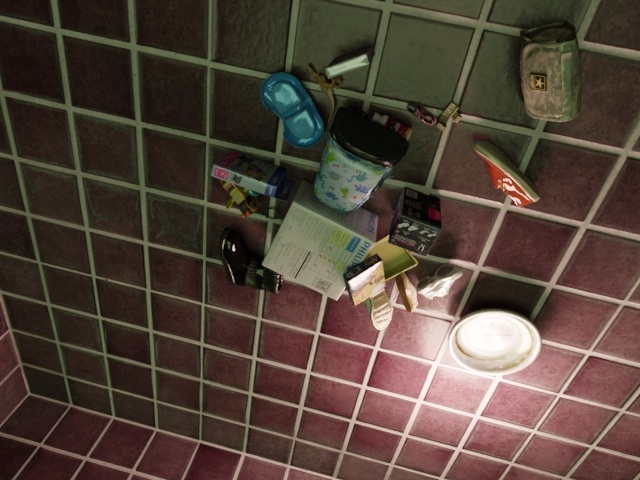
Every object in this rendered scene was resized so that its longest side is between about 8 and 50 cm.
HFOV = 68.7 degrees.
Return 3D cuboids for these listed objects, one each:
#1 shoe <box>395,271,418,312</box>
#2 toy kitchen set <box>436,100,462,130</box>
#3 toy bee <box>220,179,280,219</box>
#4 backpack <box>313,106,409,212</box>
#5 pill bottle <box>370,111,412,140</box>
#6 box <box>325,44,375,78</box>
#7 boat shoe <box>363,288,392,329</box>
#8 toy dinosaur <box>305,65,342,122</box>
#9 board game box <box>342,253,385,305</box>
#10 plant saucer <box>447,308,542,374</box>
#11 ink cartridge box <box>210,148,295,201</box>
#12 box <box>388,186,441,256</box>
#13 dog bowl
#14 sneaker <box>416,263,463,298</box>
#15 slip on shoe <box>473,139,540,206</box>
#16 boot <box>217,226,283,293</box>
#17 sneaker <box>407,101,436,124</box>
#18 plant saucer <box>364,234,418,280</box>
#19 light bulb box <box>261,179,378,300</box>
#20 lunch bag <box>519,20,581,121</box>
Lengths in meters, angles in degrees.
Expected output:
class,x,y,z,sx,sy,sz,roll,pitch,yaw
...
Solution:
class,x,y,z,sx,sy,sz,roll,pitch,yaw
shoe,0.395,0.225,2.124,0.058,0.077,0.218,-29,118,-19
toy kitchen set,0.467,-0.434,1.672,0.068,0.075,0.083,32,127,-9
toy bee,-0.306,-0.177,1.959,0.299,0.162,0.195,28,126,-3
backpack,0.117,-0.270,1.748,0.290,0.273,0.355,27,160,-5
pill bottle,0.253,-0.408,1.731,0.152,0.086,0.086,27,124,-5
box,0.102,-0.605,1.581,0.145,0.186,0.038,-13,118,21
boat shoe,0.248,0.266,2.150,0.113,0.103,0.301,-20,116,-14
toy dinosaur,0.028,-0.556,1.716,0.112,0.064,0.211,-19,108,43
board game box,0.185,0.166,1.937,0.165,0.042,0.243,-32,148,-8
plant saucer,0.788,0.444,2.143,0.401,0.100,0.399,6,124,9
ink cartridge box,-0.257,-0.265,1.879,0.312,0.185,0.065,21,122,-2
box,0.365,-0.076,1.819,0.164,0.247,0.142,20,123,0
dog bowl,-0.097,-0.495,1.765,0.166,0.074,0.297,-23,115,25
sneaker,0.539,0.184,2.053,0.115,0.090,0.232,38,131,-20
slip on shoe,0.672,-0.240,1.730,0.331,0.123,0.101,39,126,-18
boot,-0.307,0.093,2.147,0.261,0.131,0.347,8,134,16
sneaker,0.365,-0.456,1.694,0.120,0.057,0.047,30,125,-5
plant saucer,0.298,0.065,2.047,0.189,0.045,0.188,-32,110,28
light bulb box,0.000,0.000,1.965,0.361,0.225,0.357,26,123,-6
lunch bag,0.708,-0.516,1.440,0.169,0.287,0.235,-7,121,17
